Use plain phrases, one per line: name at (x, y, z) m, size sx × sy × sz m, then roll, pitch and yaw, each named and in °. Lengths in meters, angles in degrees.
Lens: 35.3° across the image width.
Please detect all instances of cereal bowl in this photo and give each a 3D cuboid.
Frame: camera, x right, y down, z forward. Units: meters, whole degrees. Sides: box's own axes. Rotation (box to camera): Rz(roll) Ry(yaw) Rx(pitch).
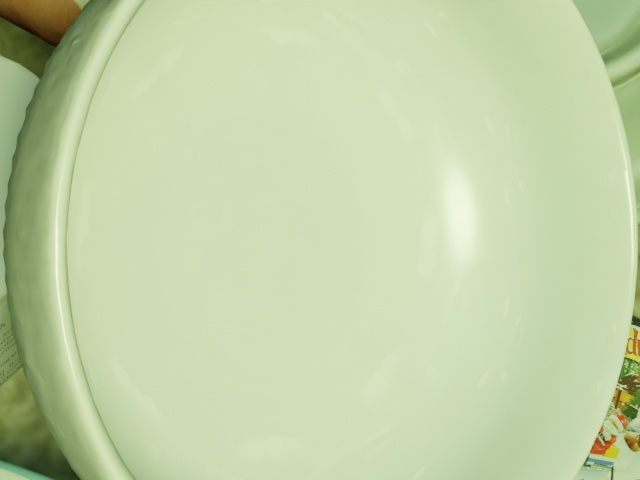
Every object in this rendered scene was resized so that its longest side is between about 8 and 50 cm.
cereal bowl at (0.000, 0.000, 0.499) m, size 0.339 × 0.141 × 0.338 m, roll 0°, pitch 90°, yaw -38°

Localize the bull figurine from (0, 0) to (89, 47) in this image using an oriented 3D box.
bull figurine at (-0.161, -0.168, 0.603) m, size 0.310 × 0.188 × 0.101 m, roll 36°, pitch 98°, yaw -7°

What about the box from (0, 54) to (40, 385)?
box at (-0.225, -0.010, 0.559) m, size 0.181 × 0.119 × 0.182 m, roll 41°, pitch 63°, yaw 10°

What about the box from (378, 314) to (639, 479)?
box at (0.155, 0.114, 0.621) m, size 0.233 × 0.044 × 0.159 m, roll 25°, pitch 62°, yaw 0°

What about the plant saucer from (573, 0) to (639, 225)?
plant saucer at (0.131, -0.189, 0.661) m, size 0.401 × 0.100 × 0.400 m, roll 1°, pitch 85°, yaw -6°

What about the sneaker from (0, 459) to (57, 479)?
sneaker at (-0.220, 0.198, 0.460) m, size 0.319 × 0.127 × 0.208 m, roll 13°, pitch 60°, yaw 5°
